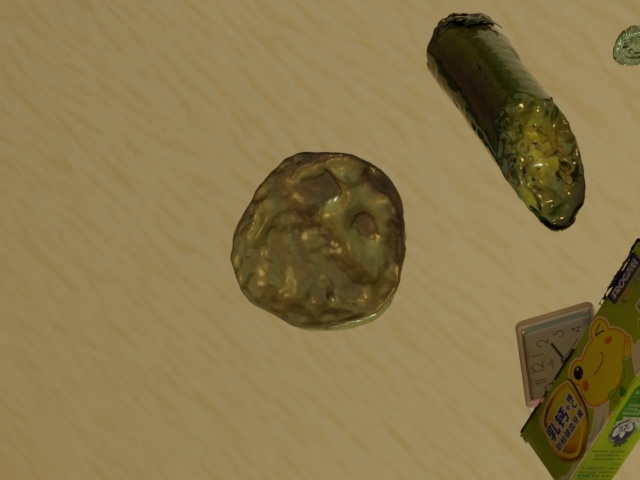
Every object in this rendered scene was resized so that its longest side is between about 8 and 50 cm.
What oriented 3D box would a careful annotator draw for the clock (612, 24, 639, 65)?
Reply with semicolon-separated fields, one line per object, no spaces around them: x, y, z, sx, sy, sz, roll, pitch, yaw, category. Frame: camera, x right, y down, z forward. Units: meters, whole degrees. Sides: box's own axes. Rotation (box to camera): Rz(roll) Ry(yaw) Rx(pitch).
0.516;-0.318;2.126;0.083;0.010;0.074;-1;125;-19;clock

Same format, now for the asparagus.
0.250;-0.169;1.719;0.108;0.382;0.128;7;124;-24;asparagus

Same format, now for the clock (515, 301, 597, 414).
0.420;0.210;2.230;0.150;0.197;0.063;-18;133;18;clock

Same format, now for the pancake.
0.000;0.000;2.008;0.294;0.294;0.049;-45;162;-4;pancake

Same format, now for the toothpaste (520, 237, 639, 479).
0.367;0.157;1.589;0.077;0.110;0.328;5;124;-33;toothpaste
